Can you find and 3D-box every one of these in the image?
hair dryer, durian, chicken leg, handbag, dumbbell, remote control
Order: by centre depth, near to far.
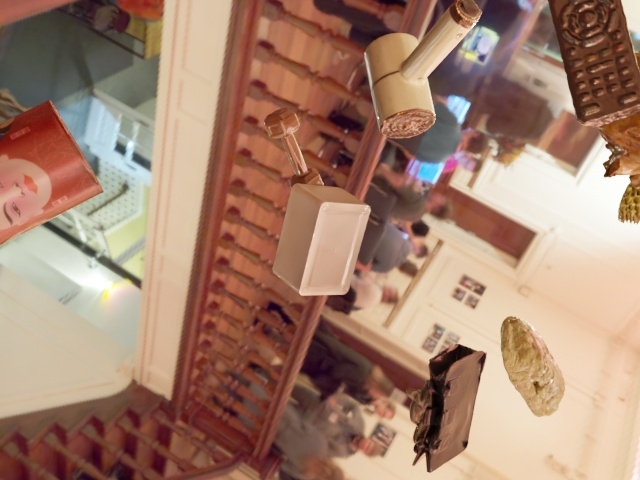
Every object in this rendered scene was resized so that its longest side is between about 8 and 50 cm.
[{"bbox_3d":[0.238,-0.227,0.601,0.025,0.063,0.245,-9,86,-52],"label":"remote control"},{"bbox_3d":[0.342,-0.077,0.643,0.085,0.207,0.101,6,129,-33],"label":"chicken leg"},{"bbox_3d":[0.464,-0.065,0.913,0.215,0.086,0.100,38,67,-61],"label":"durian"},{"bbox_3d":[0.217,-0.380,1.359,0.362,0.128,0.203,137,-51,-59],"label":"hair dryer"},{"bbox_3d":[-0.067,-0.220,1.671,0.231,0.092,0.082,67,30,-26],"label":"dumbbell"},{"bbox_3d":[0.340,0.463,1.851,0.269,0.118,0.326,-6,107,-53],"label":"handbag"}]

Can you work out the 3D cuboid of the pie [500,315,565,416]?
[{"bbox_3d":[0.510,0.292,1.596,0.090,0.248,0.201,-27,-163,35],"label":"pie"}]

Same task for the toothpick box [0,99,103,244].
[{"bbox_3d":[-0.608,-0.100,1.241,0.333,0.204,0.204,-31,160,-12],"label":"toothpick box"}]

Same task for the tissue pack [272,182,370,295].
[{"bbox_3d":[0.001,0.000,1.650,0.159,0.136,0.246,3,111,-35],"label":"tissue pack"}]

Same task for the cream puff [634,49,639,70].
[{"bbox_3d":[0.769,-0.356,1.406,0.282,0.281,0.185,-43,135,-54],"label":"cream puff"}]
